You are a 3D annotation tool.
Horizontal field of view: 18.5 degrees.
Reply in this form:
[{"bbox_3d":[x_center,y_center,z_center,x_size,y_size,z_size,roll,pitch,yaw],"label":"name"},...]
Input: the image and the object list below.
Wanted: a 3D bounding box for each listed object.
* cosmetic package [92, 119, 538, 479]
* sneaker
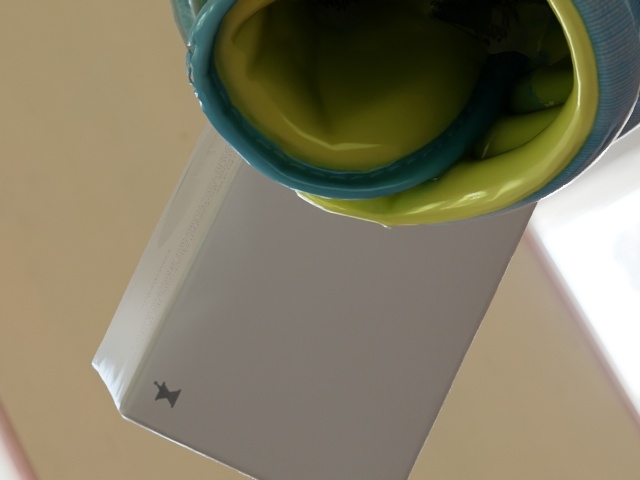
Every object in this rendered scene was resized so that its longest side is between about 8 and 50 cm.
[{"bbox_3d":[0.000,0.000,0.965,0.224,0.138,0.225,-64,8,-2],"label":"cosmetic package"},{"bbox_3d":[0.009,-0.105,0.555,0.208,0.127,0.319,-39,28,-23],"label":"sneaker"}]
